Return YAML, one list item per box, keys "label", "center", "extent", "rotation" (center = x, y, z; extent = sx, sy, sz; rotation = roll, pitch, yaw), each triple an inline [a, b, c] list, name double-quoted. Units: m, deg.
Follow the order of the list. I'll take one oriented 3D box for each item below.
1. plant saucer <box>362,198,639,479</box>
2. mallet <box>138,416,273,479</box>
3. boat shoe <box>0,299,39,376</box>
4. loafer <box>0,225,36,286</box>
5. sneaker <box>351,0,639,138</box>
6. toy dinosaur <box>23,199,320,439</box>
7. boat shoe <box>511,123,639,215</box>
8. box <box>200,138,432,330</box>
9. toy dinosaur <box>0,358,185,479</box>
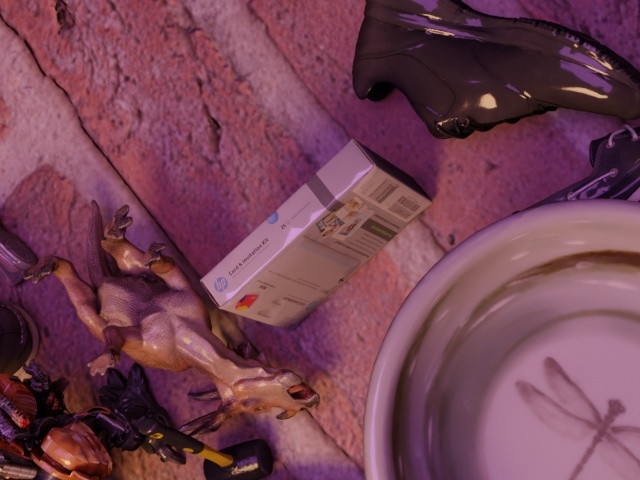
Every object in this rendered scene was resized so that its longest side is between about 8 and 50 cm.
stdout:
- label: "plant saucer"
  center: [0.229, 0.169, 1.172]
  extent: [0.400, 0.100, 0.400]
  rotation: [1, 78, -5]
- label: "mallet"
  center: [-0.099, 0.185, 1.278]
  extent: [0.062, 0.190, 0.039]
  rotation: [-17, 64, 11]
- label: "boat shoe"
  center: [-0.426, 0.182, 1.434]
  extent: [0.335, 0.095, 0.112]
  rotation: [-45, 74, 10]
- label: "loafer"
  center: [-0.345, -0.004, 1.451]
  extent: [0.125, 0.045, 0.039]
  rotation: [43, 111, 11]
- label: "sneaker"
  center: [0.156, -0.144, 1.272]
  extent: [0.286, 0.109, 0.130]
  rotation: [21, 99, 28]
- label: "toy dinosaur"
  center: [-0.154, 0.085, 1.341]
  extent: [0.127, 0.200, 0.295]
  rotation: [-45, 46, -6]
- label: "boat shoe"
  center: [0.269, -0.067, 1.227]
  extent: [0.233, 0.084, 0.079]
  rotation: [-42, 75, 14]
- label: "box"
  center: [0.000, 0.000, 1.279]
  extent: [0.186, 0.145, 0.038]
  rotation: [-44, 64, 11]
- label: "toy dinosaur"
  center: [-0.238, 0.213, 1.303]
  extent: [0.164, 0.218, 0.322]
  rotation: [-38, 76, 11]
